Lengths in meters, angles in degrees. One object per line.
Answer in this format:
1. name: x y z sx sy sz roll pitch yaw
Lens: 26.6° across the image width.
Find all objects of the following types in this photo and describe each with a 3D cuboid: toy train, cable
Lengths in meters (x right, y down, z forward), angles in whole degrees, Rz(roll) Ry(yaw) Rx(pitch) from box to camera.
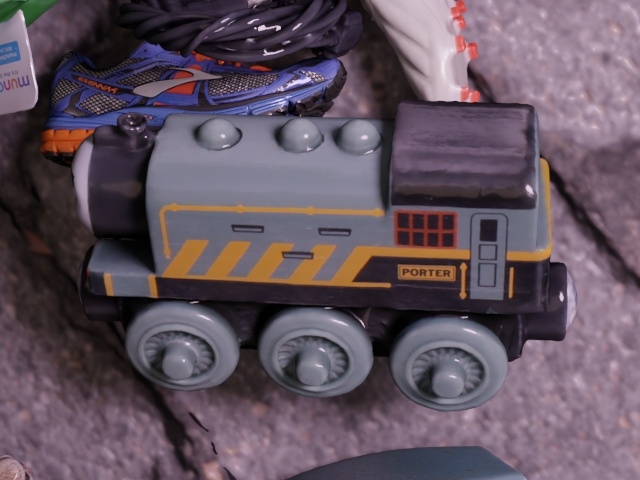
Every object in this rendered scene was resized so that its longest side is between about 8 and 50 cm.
1. toy train: 0.000 0.000 0.875 0.333 0.142 0.190 3 128 8
2. cable: -0.054 -0.145 0.866 0.150 0.184 0.047 11 106 12

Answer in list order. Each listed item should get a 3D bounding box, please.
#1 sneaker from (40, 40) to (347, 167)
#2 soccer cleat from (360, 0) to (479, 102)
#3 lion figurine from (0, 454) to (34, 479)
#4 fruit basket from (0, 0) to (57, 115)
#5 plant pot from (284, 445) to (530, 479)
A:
1. sneaker: -0.092 -0.107 0.936 0.221 0.083 0.087 -7 85 6
2. soccer cleat: 0.056 -0.162 0.912 0.076 0.068 0.196 -13 88 16
3. lion figurine: -0.191 0.309 0.902 0.240 0.142 0.392 -46 63 52
4. fruit basket: -0.326 -0.224 0.920 0.353 0.165 0.327 -7 96 46
5. plant pot: 0.049 0.265 0.885 0.252 0.247 0.248 -29 92 -5
